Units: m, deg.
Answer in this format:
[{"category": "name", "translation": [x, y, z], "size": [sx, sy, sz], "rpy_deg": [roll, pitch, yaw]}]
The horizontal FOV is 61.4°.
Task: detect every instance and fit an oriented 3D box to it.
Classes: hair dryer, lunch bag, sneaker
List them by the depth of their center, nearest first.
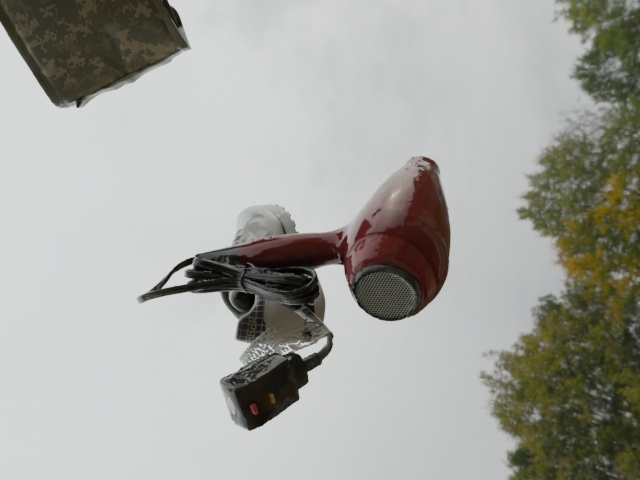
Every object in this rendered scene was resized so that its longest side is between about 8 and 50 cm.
[{"category": "hair dryer", "translation": [0.000, 0.000, 0.451], "size": [0.294, 0.224, 0.080], "rpy_deg": [-28, -52, -22]}, {"category": "sneaker", "translation": [-0.073, 0.027, 0.617], "size": [0.095, 0.235, 0.090], "rpy_deg": [-5, -58, -20]}, {"category": "lunch bag", "translation": [-0.364, -0.372, 0.836], "size": [0.235, 0.169, 0.286], "rpy_deg": [-25, -79, 0]}]
